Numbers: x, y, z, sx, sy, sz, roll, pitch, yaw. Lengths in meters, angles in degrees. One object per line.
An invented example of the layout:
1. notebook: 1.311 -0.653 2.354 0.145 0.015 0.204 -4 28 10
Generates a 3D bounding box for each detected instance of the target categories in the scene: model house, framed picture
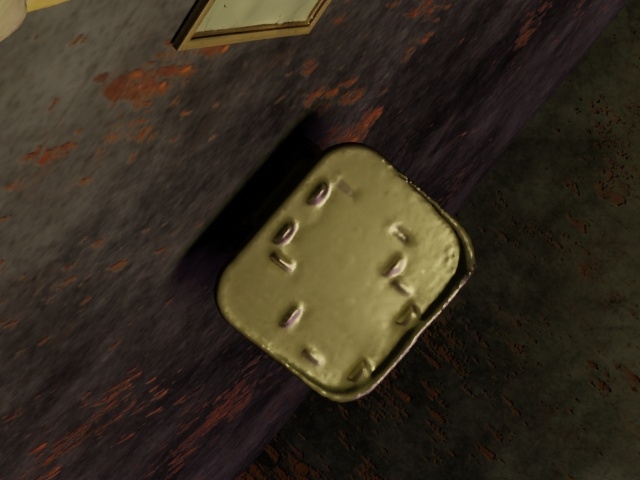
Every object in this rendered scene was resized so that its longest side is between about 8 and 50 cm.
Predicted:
1. model house: 0.000 0.000 1.272 0.218 0.205 0.279 -48 -161 3
2. framed picture: -0.016 -0.193 0.835 0.136 0.010 0.201 -52 168 25

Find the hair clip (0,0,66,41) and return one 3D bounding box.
1. hair clip: -0.139 -0.120 0.471 0.218 0.071 0.159 -45 172 4
